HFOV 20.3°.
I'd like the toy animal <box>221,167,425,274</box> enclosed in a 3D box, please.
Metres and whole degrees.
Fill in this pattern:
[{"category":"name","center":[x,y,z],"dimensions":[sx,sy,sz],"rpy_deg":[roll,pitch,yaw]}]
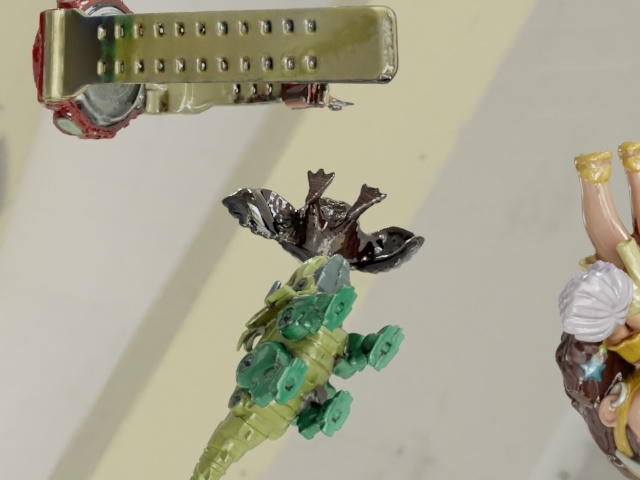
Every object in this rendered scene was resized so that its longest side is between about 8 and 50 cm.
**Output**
[{"category":"toy animal","center":[0.001,0.001,1.928],"dimensions":[0.179,0.219,0.116],"rpy_deg":[90,13,-72]}]

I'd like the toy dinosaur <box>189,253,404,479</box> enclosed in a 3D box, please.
[{"category":"toy dinosaur","center":[-0.034,0.119,1.461],"dimensions":[0.153,0.094,0.259],"rpy_deg":[-4,-129,60]}]

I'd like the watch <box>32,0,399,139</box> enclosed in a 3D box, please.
[{"category":"watch","center":[-0.057,-0.116,1.160],"dimensions":[0.268,0.165,0.102],"rpy_deg":[1,-89,20]}]

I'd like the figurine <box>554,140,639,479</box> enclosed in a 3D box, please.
[{"category":"figurine","center":[0.228,0.054,1.233],"dimensions":[0.116,0.175,0.240],"rpy_deg":[-153,-128,-67]}]
